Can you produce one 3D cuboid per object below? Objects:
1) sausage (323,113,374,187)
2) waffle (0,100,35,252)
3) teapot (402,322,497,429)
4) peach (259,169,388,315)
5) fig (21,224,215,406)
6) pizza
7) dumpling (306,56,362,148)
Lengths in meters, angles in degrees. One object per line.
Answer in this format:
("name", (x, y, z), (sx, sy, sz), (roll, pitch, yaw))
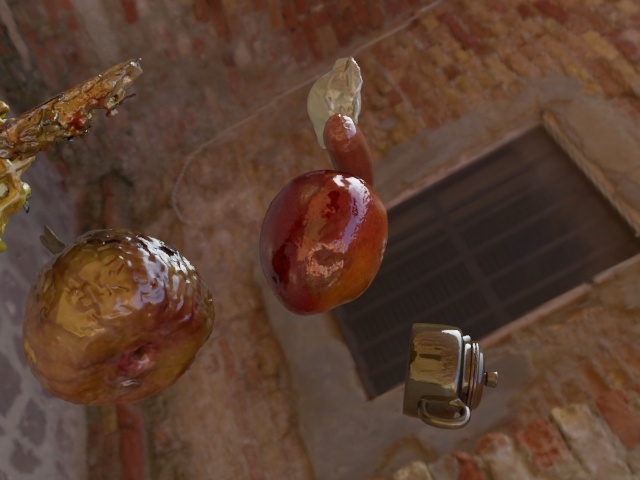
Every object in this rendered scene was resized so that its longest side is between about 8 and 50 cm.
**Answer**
("sausage", (0.052, -0.146, 1.494), (0.194, 0.077, 0.077), (65, 1, -58))
("waffle", (-0.543, -0.083, 1.201), (0.062, 0.329, 0.329), (1, -54, 49))
("teapot", (0.249, 0.263, 1.654), (0.267, 0.176, 0.185), (-75, 167, -56))
("peach", (0.000, 0.000, 1.394), (0.200, 0.243, 0.243), (22, -10, 18))
("fig", (-0.350, 0.068, 1.344), (0.368, 0.286, 0.286), (47, -6, 33))
("pizza", (-0.344, -0.167, 1.181), (0.069, 0.226, 0.147), (61, -22, -12))
("dumpling", (0.044, -0.315, 1.936), (0.124, 0.151, 0.228), (16, 65, -32))
